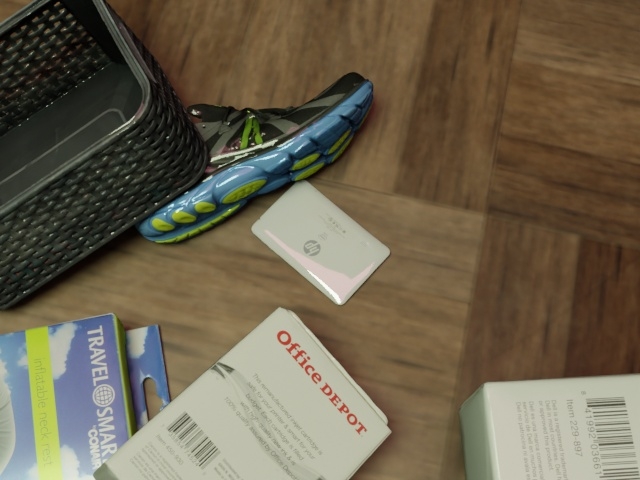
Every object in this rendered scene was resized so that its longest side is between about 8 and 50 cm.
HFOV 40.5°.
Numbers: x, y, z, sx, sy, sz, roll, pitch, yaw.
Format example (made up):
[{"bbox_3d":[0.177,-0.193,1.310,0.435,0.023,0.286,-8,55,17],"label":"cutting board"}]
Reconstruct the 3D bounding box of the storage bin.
[{"bbox_3d":[-0.177,-0.056,0.535,0.180,0.084,0.122,-34,64,3],"label":"storage bin"}]

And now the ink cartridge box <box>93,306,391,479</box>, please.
[{"bbox_3d":[-0.042,0.119,0.492,0.135,0.056,0.099,-40,88,-30],"label":"ink cartridge box"}]

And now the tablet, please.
[{"bbox_3d":[0.000,0.000,0.593,0.083,0.006,0.054,40,72,13],"label":"tablet"}]

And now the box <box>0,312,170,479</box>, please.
[{"bbox_3d":[-0.181,0.111,0.521,0.178,0.042,0.109,-11,70,-6],"label":"box"}]

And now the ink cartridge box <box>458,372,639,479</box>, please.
[{"bbox_3d":[0.197,0.157,0.492,0.212,0.093,0.154,-3,69,-2],"label":"ink cartridge box"}]

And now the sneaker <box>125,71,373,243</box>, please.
[{"bbox_3d":[-0.048,-0.069,0.583,0.188,0.067,0.078,-27,75,-6],"label":"sneaker"}]
